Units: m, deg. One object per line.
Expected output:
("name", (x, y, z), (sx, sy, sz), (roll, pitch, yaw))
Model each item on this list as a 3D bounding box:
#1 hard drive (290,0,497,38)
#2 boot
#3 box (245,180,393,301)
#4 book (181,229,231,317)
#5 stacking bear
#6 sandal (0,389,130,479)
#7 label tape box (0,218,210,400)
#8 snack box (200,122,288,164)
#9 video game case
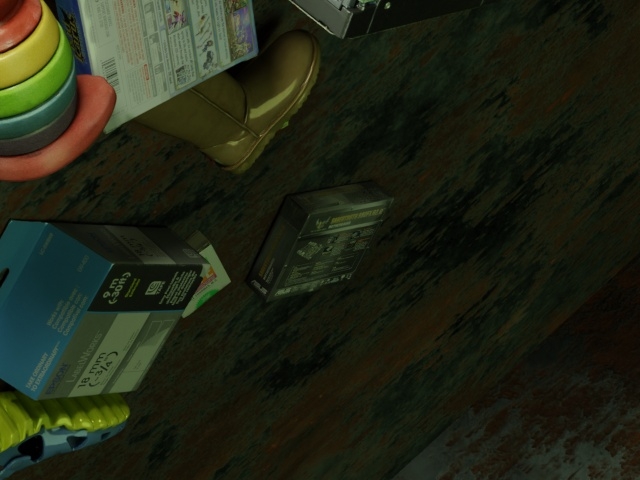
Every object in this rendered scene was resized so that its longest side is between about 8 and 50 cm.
("hard drive", (0.070, -0.368, 2.086), (0.339, 0.237, 0.064), (-20, 142, -44))
("boot", (-0.136, -0.222, 2.114), (0.269, 0.089, 0.236), (32, 88, -52))
("box", (0.000, 0.000, 2.666), (0.231, 0.056, 0.183), (-13, 136, -49))
("book", (-0.198, 0.055, 2.479), (0.096, 0.035, 0.144), (-40, 154, -9))
("stacking bear", (-0.346, -0.215, 1.720), (0.289, 0.175, 0.164), (79, 21, -49))
("sandal", (-0.423, 0.277, 2.351), (0.317, 0.126, 0.138), (-7, 136, -42))
("label tape box", (-0.338, 0.100, 2.244), (0.333, 0.106, 0.240), (2, 124, -57))
("snack box", (-0.105, -0.181, 2.292), (0.141, 0.037, 0.100), (-31, 147, -30))
("video game case", (-0.196, -0.297, 1.908), (0.244, 0.061, 0.269), (-30, 133, -30))
